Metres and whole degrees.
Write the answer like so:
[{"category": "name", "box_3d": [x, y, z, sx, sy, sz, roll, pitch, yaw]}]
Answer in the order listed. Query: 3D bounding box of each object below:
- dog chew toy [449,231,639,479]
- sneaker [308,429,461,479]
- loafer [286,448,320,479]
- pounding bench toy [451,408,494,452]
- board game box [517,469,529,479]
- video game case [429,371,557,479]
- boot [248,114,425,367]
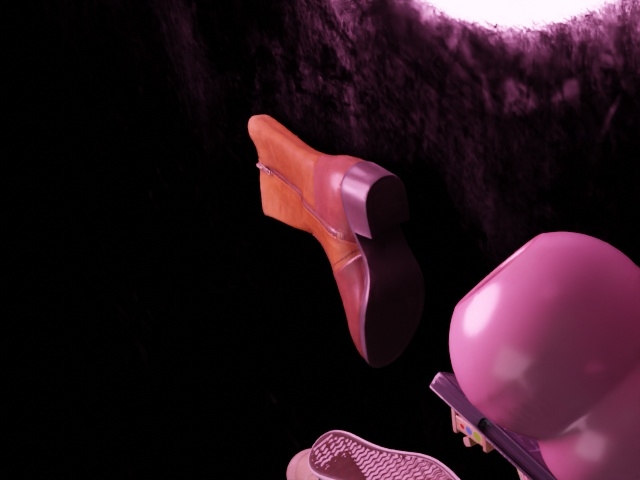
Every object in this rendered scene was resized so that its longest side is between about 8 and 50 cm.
[{"category": "dog chew toy", "box_3d": [0.277, 0.154, 1.524, 0.332, 0.207, 0.206, 50, 152, 2]}, {"category": "sneaker", "box_3d": [0.117, 0.340, 2.097, 0.290, 0.106, 0.123, 25, 160, 46]}, {"category": "loafer", "box_3d": [0.035, 0.424, 2.279, 0.268, 0.102, 0.092, 62, 159, 1]}, {"category": "pounding bench toy", "box_3d": [0.196, 0.219, 1.870, 0.065, 0.052, 0.083, 32, 140, 44]}, {"category": "board game box", "box_3d": [0.290, 0.328, 1.817, 0.092, 0.043, 0.181, 7, 120, 58]}, {"category": "video game case", "box_3d": [0.259, 0.232, 1.652, 0.274, 0.196, 0.026, 41, 107, 34]}, {"category": "boot", "box_3d": [0.000, 0.000, 1.964, 0.280, 0.096, 0.264, 26, 136, 50]}]
